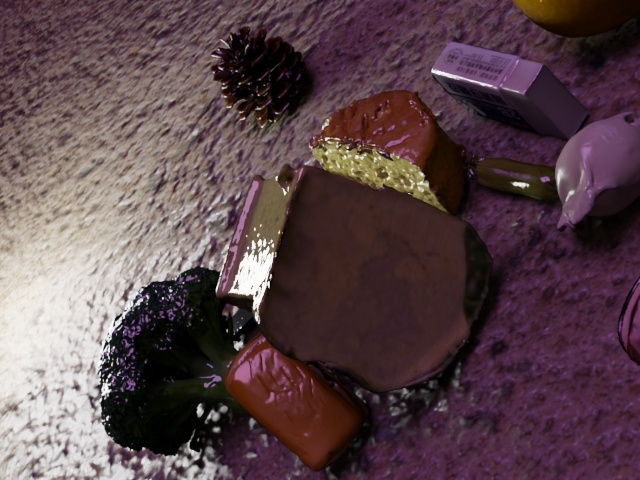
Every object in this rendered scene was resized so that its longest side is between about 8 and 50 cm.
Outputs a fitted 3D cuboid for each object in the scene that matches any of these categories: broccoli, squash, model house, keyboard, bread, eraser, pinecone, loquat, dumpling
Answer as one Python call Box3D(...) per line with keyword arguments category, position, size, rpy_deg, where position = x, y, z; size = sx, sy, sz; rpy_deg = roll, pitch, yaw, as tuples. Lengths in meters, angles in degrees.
Box3D(category="broccoli", position=(-0.188, 0.194, 1.925), size=(0.297, 0.297, 0.297), rpy_deg=(24, 74, 26))
Box3D(category="squash", position=(0.272, -0.086, 1.839), size=(0.183, 0.052, 0.052), rpy_deg=(14, 69, 53))
Box3D(category="model house", position=(0.019, 0.055, 1.792), size=(0.266, 0.321, 0.261), rpy_deg=(2, 73, 66))
Box3D(category="keyboard", position=(-0.074, 0.078, 2.080), size=(0.195, 0.018, 0.060), rpy_deg=(-45, 29, 5))
Box3D(category="bread", position=(-0.035, 0.209, 1.789), size=(0.200, 0.077, 0.116), rpy_deg=(42, 87, 13))
Box3D(category="eraser", position=(0.267, -0.214, 1.894), size=(0.068, 0.124, 0.210), rpy_deg=(-55, 36, -7))
Box3D(category="bread", position=(0.115, -0.136, 1.966), size=(0.261, 0.160, 0.147), rpy_deg=(7, 55, 55))
Box3D(category="pinecone", position=(-0.117, -0.300, 2.342), size=(0.163, 0.165, 0.163), rpy_deg=(-31, 35, 24))
Box3D(category="loquat", position=(0.370, -0.419, 1.880), size=(0.275, 0.275, 0.274), rpy_deg=(-28, 41, 27))
Box3D(category="dumpling", position=(0.358, -0.083, 1.712), size=(0.111, 0.181, 0.155), rpy_deg=(62, 145, 17))

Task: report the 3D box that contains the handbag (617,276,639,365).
Box3D(category="handbag", position=(0.429, 0.076, 1.423), size=(0.205, 0.179, 0.116), rpy_deg=(-48, 43, 4))
